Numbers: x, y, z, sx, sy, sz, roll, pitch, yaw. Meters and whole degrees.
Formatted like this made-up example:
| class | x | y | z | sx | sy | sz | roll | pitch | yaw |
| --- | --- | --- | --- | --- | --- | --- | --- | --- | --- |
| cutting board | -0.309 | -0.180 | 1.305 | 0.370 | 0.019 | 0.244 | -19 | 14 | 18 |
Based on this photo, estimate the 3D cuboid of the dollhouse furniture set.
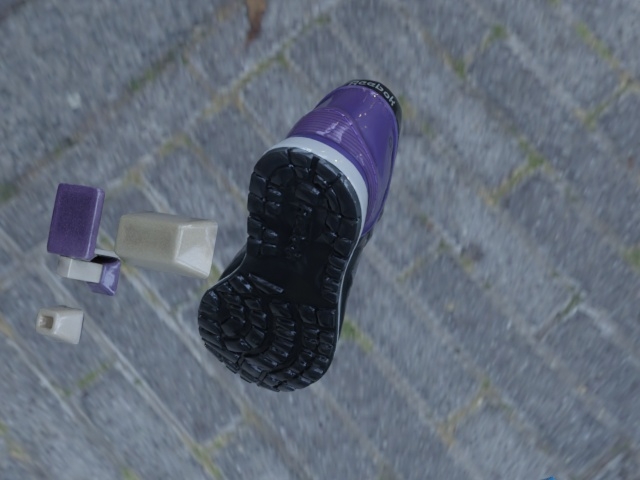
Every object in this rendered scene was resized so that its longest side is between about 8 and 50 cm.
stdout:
| class | x | y | z | sx | sy | sz | roll | pitch | yaw |
| --- | --- | --- | --- | --- | --- | --- | --- | --- | --- |
| dollhouse furniture set | -0.090 | 0.023 | 1.078 | 0.114 | 0.081 | 0.091 | 8 | 87 | 41 |

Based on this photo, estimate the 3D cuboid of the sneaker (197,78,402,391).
| class | x | y | z | sx | sy | sz | roll | pitch | yaw |
| --- | --- | --- | --- | --- | --- | --- | --- | --- | --- |
| sneaker | 0.000 | 0.000 | 1.377 | 0.107 | 0.283 | 0.124 | 32 | 51 | 5 |

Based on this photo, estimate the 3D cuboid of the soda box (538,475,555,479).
| class | x | y | z | sx | sy | sz | roll | pitch | yaw |
| --- | --- | --- | --- | --- | --- | --- | --- | --- | --- |
| soda box | 0.105 | 0.259 | 1.548 | 0.210 | 0.067 | 0.071 | -21 | 98 | 33 |
